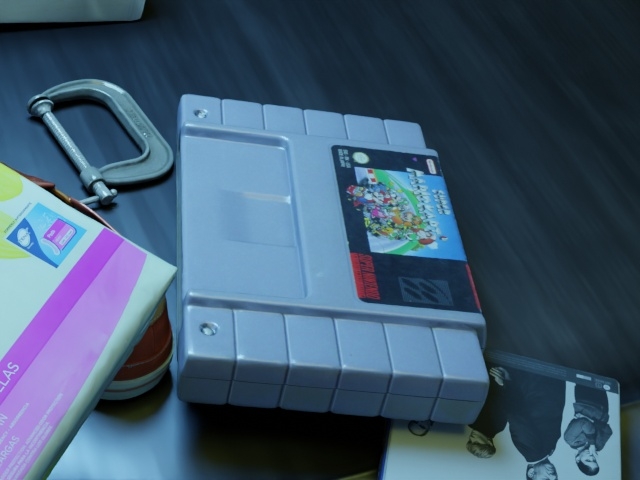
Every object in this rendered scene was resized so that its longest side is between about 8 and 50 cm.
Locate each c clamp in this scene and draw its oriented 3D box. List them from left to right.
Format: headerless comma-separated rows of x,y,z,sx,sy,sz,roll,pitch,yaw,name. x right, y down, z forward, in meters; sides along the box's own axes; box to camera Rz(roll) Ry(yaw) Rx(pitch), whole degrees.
-0.200,-0.087,1.216,0.137,0.022,0.160,-11,48,-28,c clamp

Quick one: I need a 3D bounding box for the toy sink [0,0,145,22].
-0.291,-0.293,1.336,0.234,0.131,0.153,-7,45,-31,toy sink

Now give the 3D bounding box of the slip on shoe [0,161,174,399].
-0.235,-0.013,1.062,0.331,0.101,0.123,36,46,24,slip on shoe

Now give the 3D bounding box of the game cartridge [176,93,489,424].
0.000,0.000,1.129,0.230,0.068,0.355,2,36,-8,game cartridge

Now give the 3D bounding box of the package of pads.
-0.249,0.066,0.821,0.229,0.101,0.296,31,42,-2,package of pads

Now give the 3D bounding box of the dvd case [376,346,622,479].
0.131,0.171,1.028,0.179,0.029,0.238,15,41,-2,dvd case
